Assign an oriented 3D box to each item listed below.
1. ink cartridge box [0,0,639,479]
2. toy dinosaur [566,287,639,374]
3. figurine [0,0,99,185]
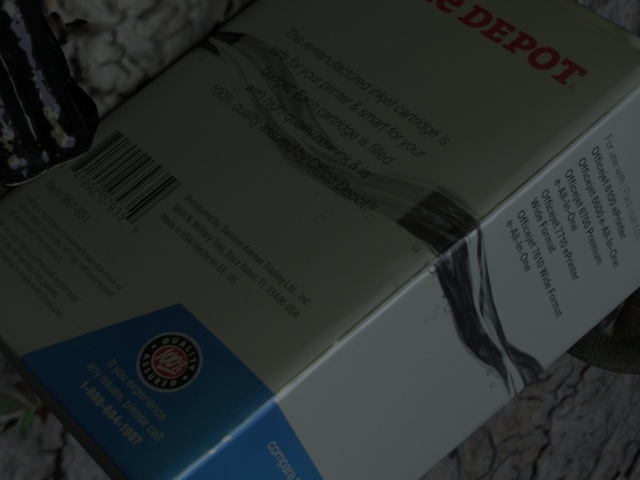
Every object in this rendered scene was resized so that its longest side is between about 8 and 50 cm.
[{"bbox_3d":[0.000,0.000,0.908,0.307,0.223,0.129,-40,136,-12],"label":"ink cartridge box"},{"bbox_3d":[0.178,0.014,1.103,0.313,0.121,0.160,18,102,-14],"label":"toy dinosaur"},{"bbox_3d":[-0.225,-0.098,0.774,0.215,0.092,0.209,-30,124,-19],"label":"figurine"}]
